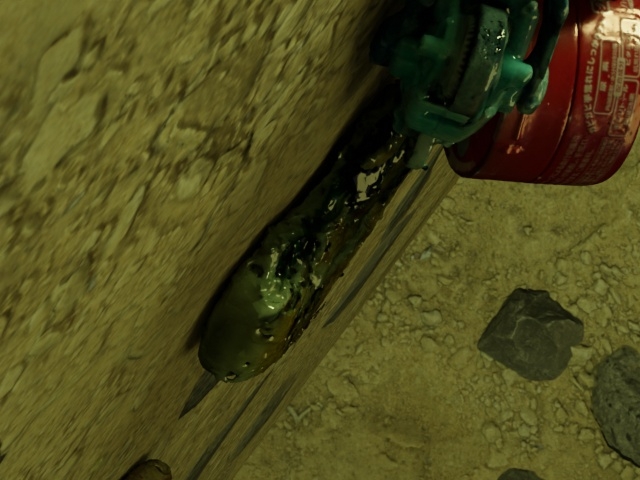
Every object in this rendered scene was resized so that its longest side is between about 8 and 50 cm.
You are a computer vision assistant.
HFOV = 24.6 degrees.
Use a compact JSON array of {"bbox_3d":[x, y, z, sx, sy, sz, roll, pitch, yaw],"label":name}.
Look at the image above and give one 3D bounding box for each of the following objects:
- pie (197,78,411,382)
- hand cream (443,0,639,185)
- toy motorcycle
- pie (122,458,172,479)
[{"bbox_3d":[0.000,0.000,1.526,0.371,0.078,0.296,-53,175,-14],"label":"pie"},{"bbox_3d":[0.213,-0.164,1.422,0.230,0.149,0.230,-177,-90,-79],"label":"hand cream"},{"bbox_3d":[0.124,-0.176,1.244,0.260,0.154,0.206,130,-25,-76],"label":"toy motorcycle"},{"bbox_3d":[-0.237,0.334,1.715,0.195,0.046,0.195,-54,174,-8],"label":"pie"}]
